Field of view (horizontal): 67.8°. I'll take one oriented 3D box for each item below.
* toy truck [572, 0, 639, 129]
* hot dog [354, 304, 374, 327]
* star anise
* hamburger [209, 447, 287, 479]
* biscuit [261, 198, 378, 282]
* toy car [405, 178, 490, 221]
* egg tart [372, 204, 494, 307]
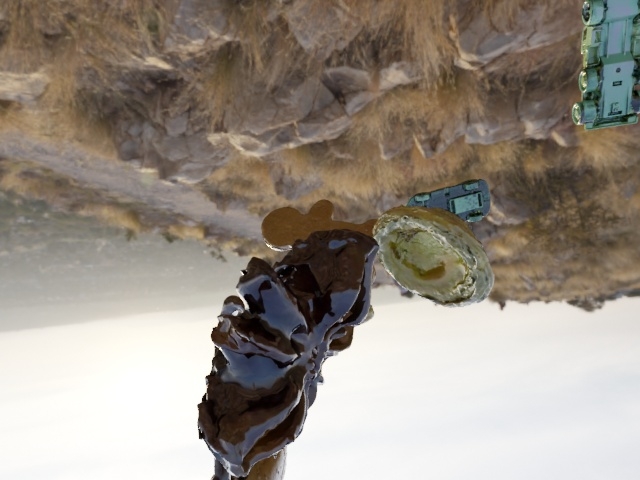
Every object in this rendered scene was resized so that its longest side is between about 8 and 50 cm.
[{"bbox_3d":[0.562,-0.364,0.944,0.128,0.260,0.135,-7,-152,9],"label":"toy truck"},{"bbox_3d":[0.058,0.283,1.597,0.285,0.061,0.087,-29,168,32],"label":"hot dog"},{"bbox_3d":[-0.037,0.085,0.417,0.220,0.125,0.190,-49,168,-38],"label":"star anise"},{"bbox_3d":[-0.166,0.560,1.039,0.144,0.283,0.259,21,-153,6],"label":"hamburger"},{"bbox_3d":[0.000,0.000,1.246,0.339,0.216,0.047,13,161,20],"label":"biscuit"},{"bbox_3d":[0.426,-0.122,1.636,0.305,0.136,0.125,-15,-162,-5],"label":"toy car"},{"bbox_3d":[0.251,0.026,1.044,0.288,0.288,0.118,-18,-157,52],"label":"egg tart"}]
